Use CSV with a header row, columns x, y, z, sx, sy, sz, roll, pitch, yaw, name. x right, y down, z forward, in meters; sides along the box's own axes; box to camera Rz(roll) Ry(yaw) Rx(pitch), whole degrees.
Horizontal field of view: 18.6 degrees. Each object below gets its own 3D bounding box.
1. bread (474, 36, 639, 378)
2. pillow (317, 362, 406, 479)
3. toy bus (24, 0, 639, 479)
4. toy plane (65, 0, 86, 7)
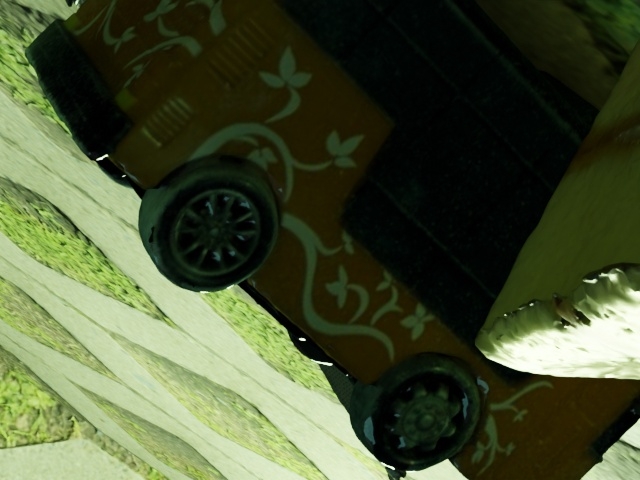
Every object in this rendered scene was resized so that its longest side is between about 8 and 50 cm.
x,y,z,sx,sy,sz,roll,pitch,yaw,name
0.209,0.028,0.615,0.264,0.163,0.167,36,163,-6,bread
0.000,0.000,0.999,0.255,0.059,0.169,55,-167,10,pillow
0.031,-0.020,0.807,0.275,0.167,0.138,44,-177,-28,toy bus
-0.104,-0.140,0.933,0.130,0.061,0.189,56,171,11,toy plane
